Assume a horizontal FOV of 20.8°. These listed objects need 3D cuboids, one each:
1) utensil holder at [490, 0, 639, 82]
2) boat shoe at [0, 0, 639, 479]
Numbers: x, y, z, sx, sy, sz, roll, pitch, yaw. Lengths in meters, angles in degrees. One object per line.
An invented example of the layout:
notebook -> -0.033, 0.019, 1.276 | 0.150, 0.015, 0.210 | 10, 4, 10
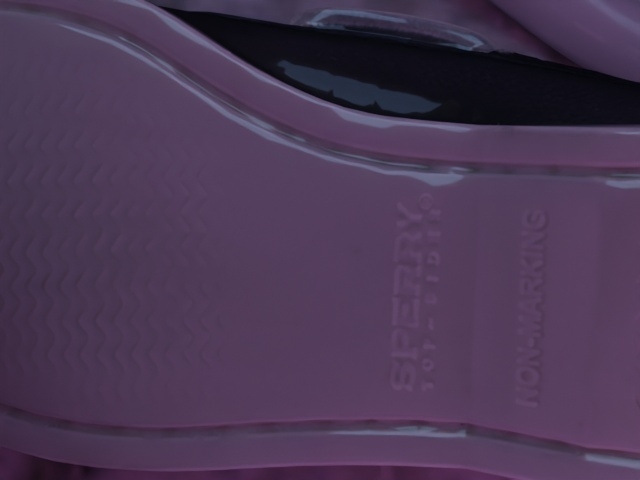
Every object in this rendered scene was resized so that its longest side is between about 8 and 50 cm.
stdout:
utensil holder -> 0.203, -0.259, 0.457 | 0.328, 0.327, 0.385 | 30, 59, 20
boat shoe -> 0.000, 0.000, 0.421 | 0.303, 0.091, 0.114 | 14, 100, 9
